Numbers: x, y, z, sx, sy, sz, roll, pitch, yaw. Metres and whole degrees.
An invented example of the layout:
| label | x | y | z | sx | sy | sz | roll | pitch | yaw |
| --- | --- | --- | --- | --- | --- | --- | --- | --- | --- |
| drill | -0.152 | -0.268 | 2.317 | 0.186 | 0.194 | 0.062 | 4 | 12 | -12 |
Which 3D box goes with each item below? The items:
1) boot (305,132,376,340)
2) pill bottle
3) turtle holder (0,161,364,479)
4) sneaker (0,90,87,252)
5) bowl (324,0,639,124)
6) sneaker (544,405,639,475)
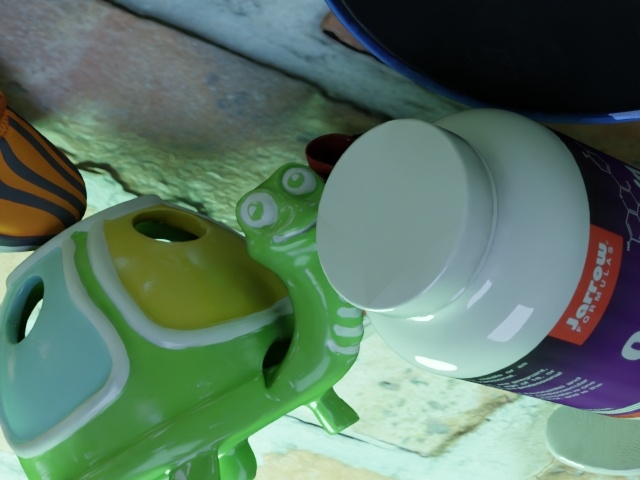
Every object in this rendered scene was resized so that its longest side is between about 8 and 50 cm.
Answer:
| label | x | y | z | sx | sy | sz | roll | pitch | yaw |
| --- | --- | --- | --- | --- | --- | --- | --- | --- | --- |
| boot | 0.000 | 0.000 | 1.237 | 0.244 | 0.088 | 0.176 | -23 | 126 | 29 |
| pill bottle | 0.150 | 0.017 | 1.088 | 0.181 | 0.181 | 0.323 | -28 | 150 | 35 |
| turtle holder | -0.116 | 0.084 | 1.157 | 0.243 | 0.227 | 0.320 | -26 | 172 | -26 |
| sneaker | -0.275 | -0.112 | 1.095 | 0.321 | 0.125 | 0.180 | 30 | 136 | -26 |
| bowl | 0.165 | -0.219 | 0.948 | 0.391 | 0.077 | 0.391 | 4 | 140 | 3 |
| sneaker | 0.312 | 0.188 | 1.433 | 0.212 | 0.080 | 0.094 | -2 | 152 | 8 |
